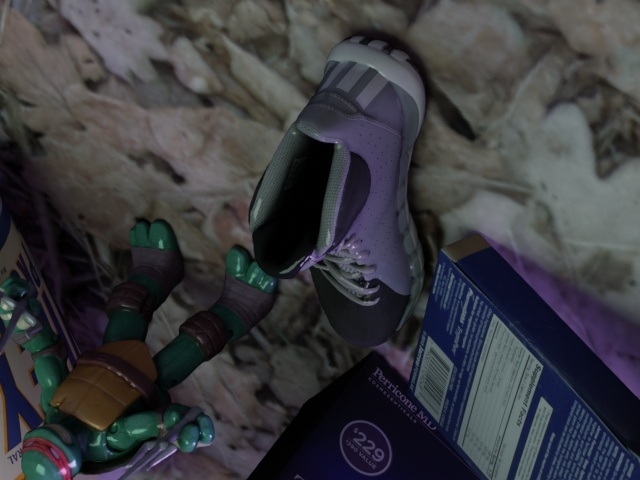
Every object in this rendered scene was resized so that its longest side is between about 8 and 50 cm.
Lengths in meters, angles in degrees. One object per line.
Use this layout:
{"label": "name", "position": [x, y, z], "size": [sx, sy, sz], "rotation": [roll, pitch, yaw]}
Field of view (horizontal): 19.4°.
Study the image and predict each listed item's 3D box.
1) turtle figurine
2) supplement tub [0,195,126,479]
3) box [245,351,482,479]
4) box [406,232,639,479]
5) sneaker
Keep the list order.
{"label": "turtle figurine", "position": [-0.134, 0.085, 1.208], "size": [0.175, 0.234, 0.118], "rotation": [31, 137, 10]}
{"label": "supplement tub", "position": [-0.281, 0.123, 1.345], "size": [0.235, 0.235, 0.324], "rotation": [-1, 124, 36]}
{"label": "box", "position": [0.062, 0.233, 1.234], "size": [0.261, 0.184, 0.103], "rotation": [43, 136, -4]}
{"label": "box", "position": [0.138, 0.118, 1.122], "size": [0.225, 0.036, 0.136], "rotation": [50, 146, 33]}
{"label": "sneaker", "position": [0.000, 0.000, 1.116], "size": [0.086, 0.132, 0.228], "rotation": [18, 133, 22]}
